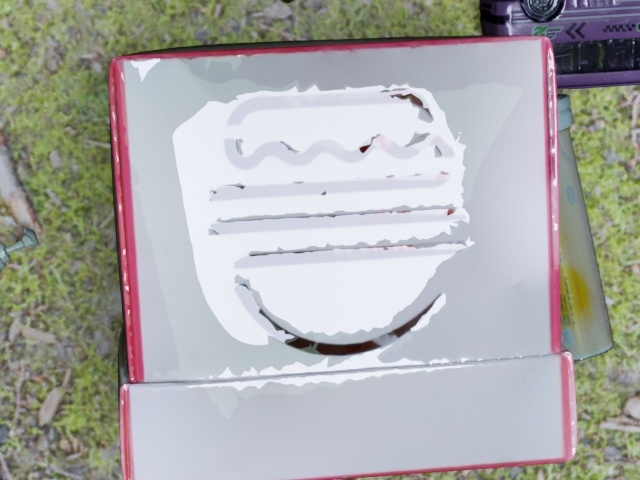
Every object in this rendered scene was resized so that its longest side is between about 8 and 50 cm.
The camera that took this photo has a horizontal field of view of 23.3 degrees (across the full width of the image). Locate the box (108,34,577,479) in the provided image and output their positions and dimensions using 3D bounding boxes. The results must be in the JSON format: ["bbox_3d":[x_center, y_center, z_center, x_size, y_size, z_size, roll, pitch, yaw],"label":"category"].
[{"bbox_3d":[0.000,0.000,1.167,0.314,0.312,0.300,-4,97,-6],"label":"box"}]

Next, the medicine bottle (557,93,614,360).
[{"bbox_3d":[0.195,-0.010,1.305,0.074,0.074,0.218,-14,101,-3],"label":"medicine bottle"}]

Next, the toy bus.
[{"bbox_3d":[0.224,-0.170,1.275,0.178,0.087,0.098,-4,105,-7],"label":"toy bus"}]

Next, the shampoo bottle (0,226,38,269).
[{"bbox_3d":[-0.321,0.037,1.271,0.195,0.056,0.056,-23,99,-2],"label":"shampoo bottle"}]

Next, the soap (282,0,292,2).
[{"bbox_3d":[0.063,-0.243,1.136,0.199,0.315,0.091,-13,98,-2],"label":"soap"}]
